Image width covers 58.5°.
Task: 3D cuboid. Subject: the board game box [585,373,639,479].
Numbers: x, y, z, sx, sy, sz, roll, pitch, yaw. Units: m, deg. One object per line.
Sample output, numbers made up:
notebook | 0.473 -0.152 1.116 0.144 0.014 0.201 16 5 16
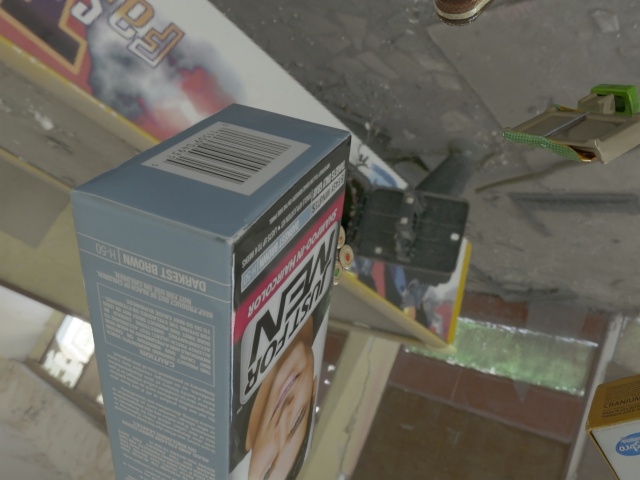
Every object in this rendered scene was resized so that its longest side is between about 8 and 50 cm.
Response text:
board game box | 0.362 0.211 0.356 0.242 0.064 0.316 -29 91 36

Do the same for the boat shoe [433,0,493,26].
boat shoe | 0.225 -0.365 0.758 0.095 0.257 0.095 19 158 27

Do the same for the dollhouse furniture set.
dollhouse furniture set | 0.513 -0.172 1.064 0.198 0.302 0.151 25 135 52

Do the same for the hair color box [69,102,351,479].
hair color box | -0.076 0.100 0.475 0.114 0.185 0.374 18 124 16

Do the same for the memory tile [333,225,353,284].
memory tile | 0.000 0.000 0.790 0.012 0.113 0.147 -4 122 36
